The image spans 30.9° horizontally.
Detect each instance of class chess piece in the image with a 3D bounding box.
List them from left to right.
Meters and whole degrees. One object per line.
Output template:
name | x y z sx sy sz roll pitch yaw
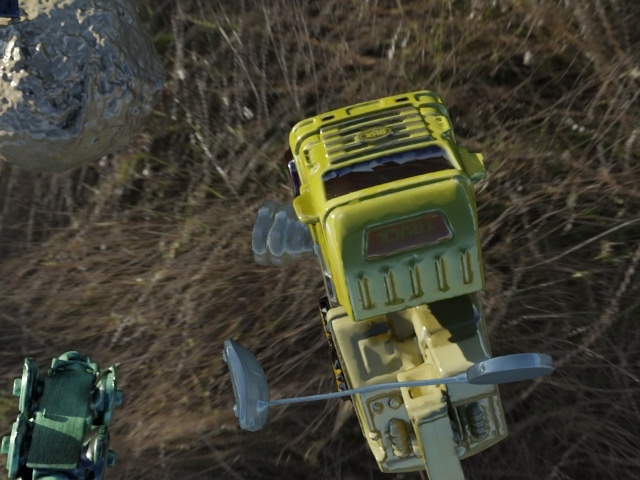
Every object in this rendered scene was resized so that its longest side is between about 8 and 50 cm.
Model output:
chess piece | 0.000 0.000 1.580 0.170 0.094 0.094 8 89 13

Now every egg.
egg | -0.344 -0.222 1.540 0.279 0.310 0.279 5 127 6

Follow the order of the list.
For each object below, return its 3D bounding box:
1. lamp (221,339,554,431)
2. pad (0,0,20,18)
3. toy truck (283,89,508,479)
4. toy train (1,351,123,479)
lamp | 0.037 0.073 0.684 0.198 0.050 0.056 -11 71 18
pad | -0.481 -0.355 1.400 0.233 0.022 0.174 1 95 -4
toy truck | 0.089 0.068 1.177 0.181 0.254 0.405 -16 127 -4
toy train | -0.396 0.317 1.765 0.167 0.299 0.238 9 128 -9
